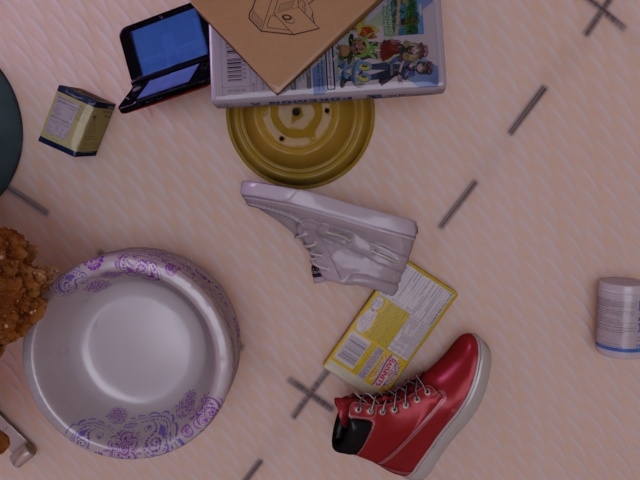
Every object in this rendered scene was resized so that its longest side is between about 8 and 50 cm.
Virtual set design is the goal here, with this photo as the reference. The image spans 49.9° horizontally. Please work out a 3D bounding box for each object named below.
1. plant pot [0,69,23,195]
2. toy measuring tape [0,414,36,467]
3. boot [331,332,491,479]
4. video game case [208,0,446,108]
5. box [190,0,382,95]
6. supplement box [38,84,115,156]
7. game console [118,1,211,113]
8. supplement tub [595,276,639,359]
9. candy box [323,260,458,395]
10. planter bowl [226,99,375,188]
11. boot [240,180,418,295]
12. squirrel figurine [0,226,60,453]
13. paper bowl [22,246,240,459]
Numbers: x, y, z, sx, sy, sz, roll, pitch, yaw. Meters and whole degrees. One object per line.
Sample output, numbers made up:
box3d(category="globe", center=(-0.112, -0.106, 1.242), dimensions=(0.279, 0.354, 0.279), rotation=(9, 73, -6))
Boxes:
box3d(category="plant pot", center=(-0.586, -0.154, 0.924), dimensions=(0.291, 0.195, 0.290), rotation=(0, 97, 2))
box3d(category="toy measuring tape", center=(-0.566, 0.226, 1.017), dimensions=(0.121, 0.121, 0.330), rotation=(-40, 95, 7))
box3d(category="boot", center=(0.122, 0.220, 0.988), dimensions=(0.176, 0.088, 0.244), rotation=(26, 101, -18))
box3d(category="video game case", center=(0.002, -0.343, 0.897), dimensions=(0.300, 0.036, 0.328), rotation=(-3, 84, 3))
box3d(category="box", center=(-0.035, -0.307, 0.866), dimensions=(0.201, 0.021, 0.164), rotation=(-43, 84, -2))
box3d(category="supplement box", center=(-0.341, -0.167, 0.969), dimensions=(0.056, 0.083, 0.083), rotation=(24, 99, -2))
box3d(category="game console", center=(-0.216, -0.252, 0.943), dimensions=(0.144, 0.124, 0.085), rotation=(-14, 123, 17))
box3d(category="supplement tub", center=(0.434, 0.111, 0.990), dimensions=(0.071, 0.071, 0.107), rotation=(0, 99, 2))
box3d(category="candy box", center=(0.102, 0.132, 1.025), dimensions=(0.105, 0.027, 0.205), rotation=(33, 98, -5))
box3d(category="planter bowl", center=(-0.031, -0.177, 0.955), dimensions=(0.217, 0.090, 0.217), rotation=(0, 98, 2))
box3d(category="boot", center=(0.000, 0.000, 0.970), dimensions=(0.259, 0.095, 0.123), rotation=(15, 93, 4))
box3d(category="squirrel figurine", center=(-0.514, 0.126, 0.804), dimensions=(0.397, 0.281, 0.370), rotation=(-39, 82, 10))
box3d(category="paper bowl", center=(-0.256, 0.149, 0.979), dimensions=(0.285, 0.148, 0.284), rotation=(0, 99, 2))
